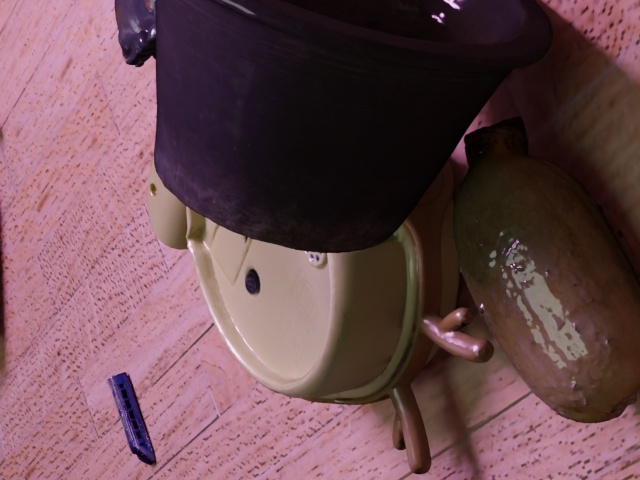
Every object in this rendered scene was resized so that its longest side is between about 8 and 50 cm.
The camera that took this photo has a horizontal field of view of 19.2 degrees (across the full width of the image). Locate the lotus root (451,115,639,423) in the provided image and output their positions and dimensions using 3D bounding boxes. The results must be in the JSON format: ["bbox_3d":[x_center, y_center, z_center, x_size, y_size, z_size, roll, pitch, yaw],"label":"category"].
[{"bbox_3d":[0.120,0.014,1.036,0.183,0.077,0.090,65,148,19],"label":"lotus root"}]

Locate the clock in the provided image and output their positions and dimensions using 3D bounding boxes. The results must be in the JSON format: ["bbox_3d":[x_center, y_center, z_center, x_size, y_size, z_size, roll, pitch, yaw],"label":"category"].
[{"bbox_3d":[0.000,0.000,1.221,0.308,0.096,0.235,56,143,32],"label":"clock"}]

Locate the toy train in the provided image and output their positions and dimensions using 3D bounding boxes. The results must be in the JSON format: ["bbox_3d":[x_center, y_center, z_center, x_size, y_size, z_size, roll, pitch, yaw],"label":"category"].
[{"bbox_3d":[-0.163,0.155,1.632,0.017,0.017,0.083,-41,65,58],"label":"toy train"}]

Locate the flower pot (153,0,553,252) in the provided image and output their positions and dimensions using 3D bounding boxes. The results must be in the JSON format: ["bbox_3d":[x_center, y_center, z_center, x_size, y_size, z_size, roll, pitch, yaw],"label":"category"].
[{"bbox_3d":[-0.006,-0.086,1.036,0.235,0.235,0.148,43,124,45],"label":"flower pot"}]

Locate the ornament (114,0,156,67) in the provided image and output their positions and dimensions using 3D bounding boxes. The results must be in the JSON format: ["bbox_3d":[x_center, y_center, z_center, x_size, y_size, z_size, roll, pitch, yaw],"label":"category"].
[{"bbox_3d":[-0.122,-0.255,1.352,0.202,0.080,0.236,-19,84,64],"label":"ornament"}]
